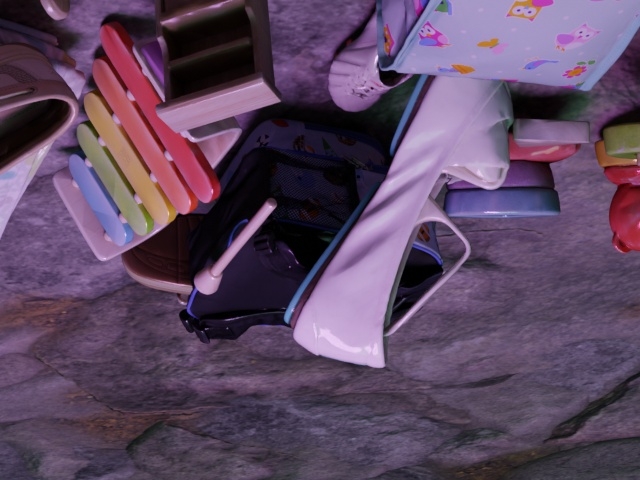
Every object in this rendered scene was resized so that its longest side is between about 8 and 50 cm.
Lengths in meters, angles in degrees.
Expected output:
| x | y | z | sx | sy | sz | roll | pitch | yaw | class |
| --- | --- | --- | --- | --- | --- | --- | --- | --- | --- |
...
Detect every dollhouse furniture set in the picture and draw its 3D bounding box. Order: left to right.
| x | y | z | sx | sy | sz | roll | pitch | yaw | class |
| --- | --- | --- | --- | --- | --- | --- | --- | --- | --- |
| -0.136 | -0.227 | 1.399 | 0.212 | 0.161 | 0.242 | -15 | 152 | 18 | dollhouse furniture set |

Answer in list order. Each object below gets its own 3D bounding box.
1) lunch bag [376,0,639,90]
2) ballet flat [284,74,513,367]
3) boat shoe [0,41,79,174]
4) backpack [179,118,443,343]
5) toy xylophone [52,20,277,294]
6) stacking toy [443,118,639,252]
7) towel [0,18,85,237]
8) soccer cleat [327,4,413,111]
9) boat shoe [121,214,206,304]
| x | y | z | sx | sy | sz | roll | pitch | yaw | class |
| --- | --- | --- | --- | --- | --- | --- | --- | --- | --- |
| 0.183 | -0.253 | 1.421 | 0.223 | 0.160 | 0.262 | 3 | 157 | -14 | lunch bag |
| 0.111 | -0.049 | 1.610 | 0.139 | 0.139 | 0.400 | 25 | 97 | -45 | ballet flat |
| -0.361 | -0.070 | 1.462 | 0.302 | 0.098 | 0.109 | -31 | 135 | -13 | boat shoe |
| 0.000 | 0.000 | 1.820 | 0.263 | 0.213 | 0.276 | 15 | 150 | -18 | backpack |
| -0.162 | -0.073 | 1.654 | 0.081 | 0.236 | 0.323 | -27 | 162 | -33 | toy xylophone |
| 0.292 | -0.053 | 1.753 | 0.309 | 0.130 | 0.279 | 0 | 178 | -8 | stacking toy |
| -0.454 | -0.099 | 1.571 | 0.374 | 0.090 | 0.320 | 12 | 129 | -30 | towel |
| 0.056 | -0.175 | 1.633 | 0.068 | 0.076 | 0.196 | 4 | 152 | -19 | soccer cleat |
| -0.107 | 0.035 | 1.981 | 0.285 | 0.104 | 0.089 | 3 | 149 | -18 | boat shoe |
